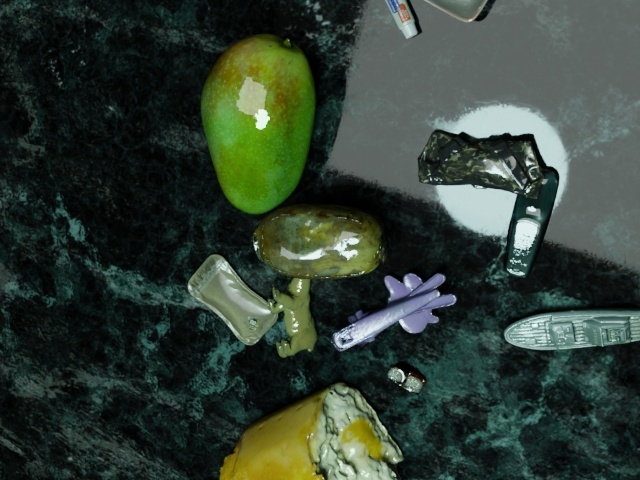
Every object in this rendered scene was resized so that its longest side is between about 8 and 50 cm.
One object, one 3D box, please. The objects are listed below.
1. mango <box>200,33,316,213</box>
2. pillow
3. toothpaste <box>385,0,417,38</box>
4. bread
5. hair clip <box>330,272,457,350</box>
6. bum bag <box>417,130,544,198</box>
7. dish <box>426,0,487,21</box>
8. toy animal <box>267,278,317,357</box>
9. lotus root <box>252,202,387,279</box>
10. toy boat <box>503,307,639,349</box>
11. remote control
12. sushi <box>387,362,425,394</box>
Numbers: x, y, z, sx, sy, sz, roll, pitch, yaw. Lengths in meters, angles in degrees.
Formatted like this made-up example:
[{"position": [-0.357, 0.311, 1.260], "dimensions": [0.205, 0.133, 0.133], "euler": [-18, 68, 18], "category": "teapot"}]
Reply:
[{"position": [-0.129, -0.221, 1.426], "dimensions": [0.225, 0.201, 0.382], "euler": [7, 121, -6], "category": "mango"}, {"position": [-0.204, 0.139, 1.652], "dimensions": [0.217, 0.033, 0.130], "euler": [44, 110, 2], "category": "pillow"}, {"position": [0.125, -0.483, 1.342], "dimensions": [0.052, 0.033, 0.218], "euler": [-25, 93, 20], "category": "toothpaste"}, {"position": [-0.031, 0.557, 1.602], "dimensions": [0.394, 0.250, 0.361], "euler": [-30, 94, 26], "category": "bread"}, {"position": [0.150, 0.145, 1.505], "dimensions": [0.278, 0.090, 0.137], "euler": [-28, 83, 17], "category": "hair clip"}, {"position": [0.301, -0.147, 1.361], "dimensions": [0.247, 0.069, 0.102], "euler": [11, 86, 23], "category": "bum bag"}, {"position": [0.261, -0.509, 1.257], "dimensions": [0.151, 0.077, 0.212], "euler": [33, 115, 9], "category": "dish"}, {"position": [-0.055, 0.158, 1.582], "dimensions": [0.100, 0.103, 0.219], "euler": [-13, 102, -13], "category": "toy animal"}, {"position": [0.000, 0.000, 1.471], "dimensions": [0.274, 0.152, 0.160], "euler": [0, 104, 11], "category": "lotus root"}, {"position": [0.487, 0.175, 1.386], "dimensions": [0.260, 0.085, 0.078], "euler": [-7, 105, 22], "category": "toy boat"}, {"position": [0.401, -0.031, 1.375], "dimensions": [0.072, 0.042, 0.222], "euler": [15, 112, 17], "category": "remote control"}, {"position": [0.191, 0.298, 1.564], "dimensions": [0.083, 0.044, 0.046], "euler": [30, 92, 7], "category": "sushi"}]
